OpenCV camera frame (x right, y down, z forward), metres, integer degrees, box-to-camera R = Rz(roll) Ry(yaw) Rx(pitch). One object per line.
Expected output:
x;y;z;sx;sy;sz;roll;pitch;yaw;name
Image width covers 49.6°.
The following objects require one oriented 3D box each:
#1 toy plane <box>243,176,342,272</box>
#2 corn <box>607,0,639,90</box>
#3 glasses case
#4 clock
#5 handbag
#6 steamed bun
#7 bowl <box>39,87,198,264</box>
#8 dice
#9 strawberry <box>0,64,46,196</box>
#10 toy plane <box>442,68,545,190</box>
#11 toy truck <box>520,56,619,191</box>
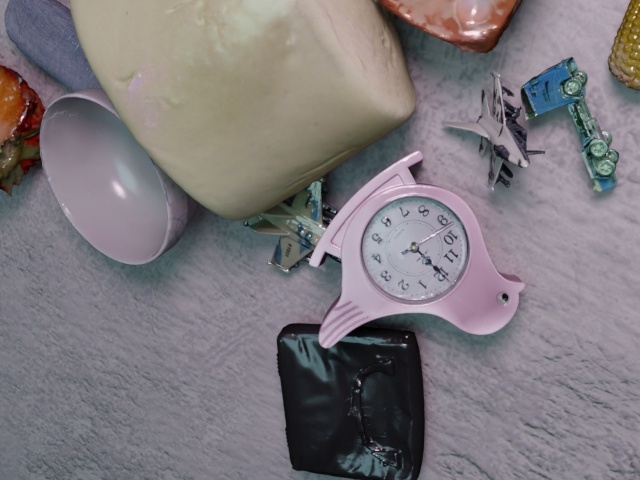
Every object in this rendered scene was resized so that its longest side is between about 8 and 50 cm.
0.004;-0.005;1.083;0.262;0.088;0.192;26;122;4;toy plane
0.422;-0.324;0.779;0.097;0.097;0.320;27;118;14;corn
-0.424;-0.324;1.176;0.282;0.067;0.109;37;115;11;glasses case
0.117;0.060;0.994;0.290;0.080;0.275;-43;89;8;clock
0.053;0.266;1.143;0.244;0.088;0.275;1;104;22;handbag
-0.119;-0.277;0.903;0.371;0.290;0.456;-28;92;22;steamed bun
-0.304;-0.118;1.125;0.287;0.144;0.287;19;127;27;bowl
0.171;-0.342;0.829;0.179;0.174;0.175;27;122;8;dice
-0.623;-0.206;1.265;0.280;0.150;0.253;27;95;17;strawberry
0.235;-0.129;0.876;0.082;0.234;0.160;-7;113;-12;toy plane
0.325;-0.143;0.900;0.081;0.067;0.175;-21;101;34;toy truck
